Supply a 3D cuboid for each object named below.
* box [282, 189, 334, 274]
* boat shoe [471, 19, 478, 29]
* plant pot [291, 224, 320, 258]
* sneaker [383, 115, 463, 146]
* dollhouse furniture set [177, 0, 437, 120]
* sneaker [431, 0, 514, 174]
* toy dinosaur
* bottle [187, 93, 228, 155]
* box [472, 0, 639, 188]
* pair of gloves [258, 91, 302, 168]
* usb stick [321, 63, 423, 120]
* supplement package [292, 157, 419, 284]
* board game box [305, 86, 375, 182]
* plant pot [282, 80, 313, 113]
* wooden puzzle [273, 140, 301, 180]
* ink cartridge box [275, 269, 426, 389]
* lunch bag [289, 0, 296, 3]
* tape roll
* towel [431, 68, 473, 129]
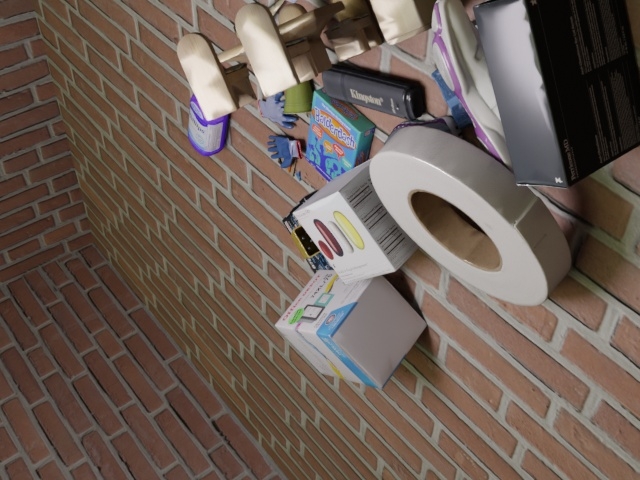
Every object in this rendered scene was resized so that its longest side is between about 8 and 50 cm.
[{"bbox_3d":[0.000,0.000,1.967,0.220,0.051,0.175,58,152,6],"label":"box"},{"bbox_3d":[0.287,-0.314,1.193,0.183,0.065,0.083,4,127,61],"label":"boat shoe"},{"bbox_3d":[-0.025,-0.002,1.874,0.081,0.081,0.083,60,161,3],"label":"plant pot"},{"bbox_3d":[0.168,-0.185,1.462,0.224,0.098,0.083,-12,105,61],"label":"sneaker"},{"bbox_3d":[-0.014,-0.422,1.303,0.394,0.362,0.256,-14,105,33],"label":"dollhouse furniture set"},{"bbox_3d":[0.275,-0.250,1.158,0.305,0.152,0.114,55,-171,-23],"label":"sneaker"},{"bbox_3d":[-0.135,-0.477,1.755,0.268,0.064,0.118,-7,102,57],"label":"toy dinosaur"},{"bbox_3d":[-0.310,-0.360,2.118,0.118,0.092,0.283,52,151,20],"label":"bottle"},{"bbox_3d":[0.336,-0.227,1.048,0.103,0.184,0.261,9,122,56],"label":"box"},{"bbox_3d":[-0.097,-0.274,1.901,0.159,0.023,0.198,14,122,55],"label":"pair of gloves"},{"bbox_3d":[0.099,-0.301,1.531,0.278,0.045,0.077,28,137,47],"label":"usb stick"},{"bbox_3d":[0.090,-0.039,1.622,0.203,0.149,0.194,54,148,-9],"label":"supplement package"},{"bbox_3d":[0.039,-0.218,1.705,0.160,0.047,0.210,46,148,27],"label":"board game box"},{"bbox_3d":[-0.049,-0.333,1.729,0.083,0.083,0.079,19,118,53],"label":"plant pot"},{"bbox_3d":[-0.090,-0.208,1.971,0.116,0.014,0.078,42,147,32],"label":"wooden puzzle"},{"bbox_3d":[0.067,0.205,1.827,0.197,0.198,0.270,47,157,-21],"label":"ink cartridge box"},{"bbox_3d":[-0.069,-0.546,1.587,0.083,0.053,0.071,50,153,2],"label":"lunch bag"},{"bbox_3d":[0.254,-0.038,1.330,0.392,0.072,0.392,40,166,12],"label":"tape roll"},{"bbox_3d":[0.244,-0.258,1.342,0.067,0.029,0.119,-18,99,61],"label":"towel"}]
